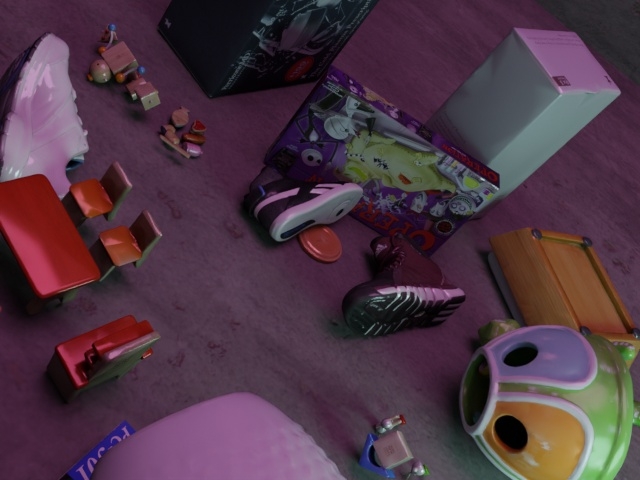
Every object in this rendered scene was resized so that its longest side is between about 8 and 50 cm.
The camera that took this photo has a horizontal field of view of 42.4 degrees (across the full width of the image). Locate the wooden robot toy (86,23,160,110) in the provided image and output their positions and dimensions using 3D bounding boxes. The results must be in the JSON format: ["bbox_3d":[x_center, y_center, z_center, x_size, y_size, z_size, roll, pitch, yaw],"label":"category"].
[{"bbox_3d":[-0.324,-0.262,1.298,0.079,0.076,0.173,-31,73,-14],"label":"wooden robot toy"}]

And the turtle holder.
[{"bbox_3d":[0.337,0.221,1.247,0.227,0.243,0.320,14,52,-7],"label":"turtle holder"}]

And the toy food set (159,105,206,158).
[{"bbox_3d":[-0.216,-0.166,1.318,0.078,0.019,0.122,36,31,-8],"label":"toy food set"}]

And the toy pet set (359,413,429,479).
[{"bbox_3d":[0.098,0.302,1.125,0.122,0.065,0.114,65,8,22],"label":"toy pet set"}]

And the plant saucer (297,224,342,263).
[{"bbox_3d":[0.000,0.000,1.347,0.083,0.013,0.083,23,42,-22],"label":"plant saucer"}]

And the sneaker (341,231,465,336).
[{"bbox_3d":[0.102,0.059,1.322,0.281,0.106,0.163,6,44,-51],"label":"sneaker"}]

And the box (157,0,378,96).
[{"bbox_3d":[-0.059,-0.444,1.455,0.312,0.343,0.179,-21,69,-48],"label":"box"}]

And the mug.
[{"bbox_3d":[-0.057,0.331,0.794,0.328,0.276,0.374,63,8,17],"label":"mug"}]

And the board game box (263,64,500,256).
[{"bbox_3d":[0.103,-0.121,1.394,0.346,0.208,0.056,30,42,-14],"label":"board game box"}]

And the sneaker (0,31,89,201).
[{"bbox_3d":[-0.380,-0.161,1.124,0.129,0.111,0.297,30,44,-34],"label":"sneaker"}]

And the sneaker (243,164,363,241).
[{"bbox_3d":[-0.032,-0.083,1.334,0.121,0.079,0.217,45,39,20],"label":"sneaker"}]

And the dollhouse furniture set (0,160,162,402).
[{"bbox_3d":[-0.292,0.038,0.936,0.262,0.135,0.259,-23,76,-42],"label":"dollhouse furniture set"}]

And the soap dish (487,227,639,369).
[{"bbox_3d":[0.461,0.110,1.552,0.228,0.118,0.291,8,50,-36],"label":"soap dish"}]

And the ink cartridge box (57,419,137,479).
[{"bbox_3d":[-0.241,0.285,0.842,0.097,0.046,0.207,45,38,2],"label":"ink cartridge box"}]

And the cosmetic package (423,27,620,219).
[{"bbox_3d":[0.323,-0.198,1.511,0.217,0.385,0.156,-10,61,-46],"label":"cosmetic package"}]
